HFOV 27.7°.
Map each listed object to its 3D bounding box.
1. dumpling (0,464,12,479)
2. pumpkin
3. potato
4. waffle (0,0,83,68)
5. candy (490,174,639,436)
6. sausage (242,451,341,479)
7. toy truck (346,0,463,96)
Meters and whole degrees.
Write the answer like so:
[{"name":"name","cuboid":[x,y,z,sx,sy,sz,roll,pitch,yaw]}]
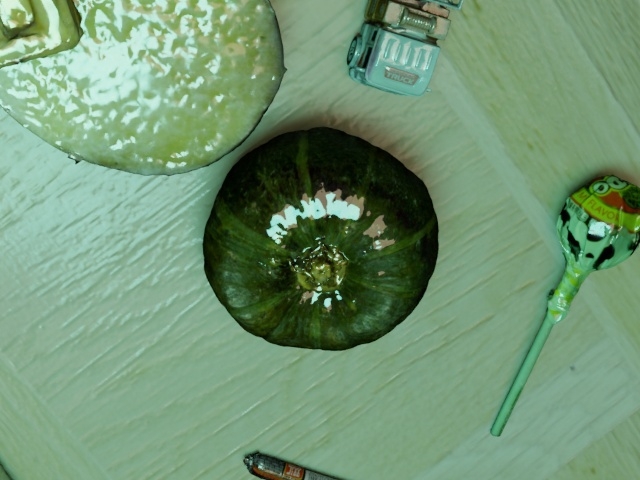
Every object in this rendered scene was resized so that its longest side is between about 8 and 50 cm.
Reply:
[{"name":"dumpling","cuboid":[-0.346,0.304,1.269,0.166,0.086,0.332,-38,103,-3]},{"name":"pumpkin","cuboid":[0.000,0.000,1.221,0.224,0.157,0.223,2,115,4]},{"name":"potato","cuboid":[-0.184,-0.191,1.159,0.299,0.116,0.239,31,96,-19]},{"name":"waffle","cuboid":[-0.356,-0.294,0.972,0.261,0.114,0.376,-17,111,-4]},{"name":"candy","cuboid":[0.248,0.075,1.339,0.091,0.083,0.305,12,110,-30]},{"name":"sausage","cuboid":[0.011,0.257,1.353,0.198,0.025,0.028,19,68,-15]},{"name":"toy truck","cuboid":[0.089,-0.219,1.203,0.080,0.115,0.177,14,102,-14]}]
